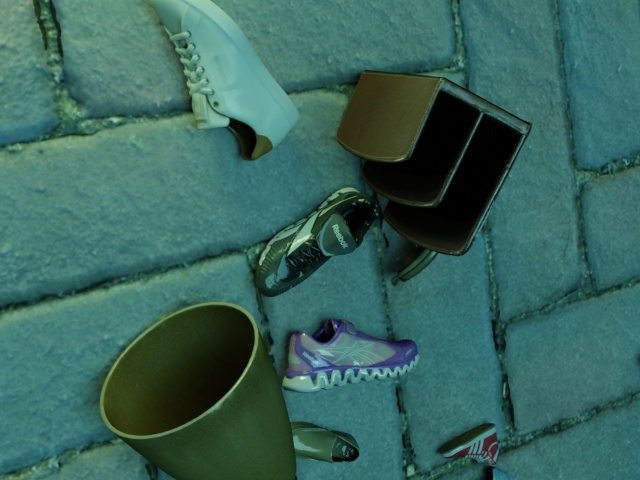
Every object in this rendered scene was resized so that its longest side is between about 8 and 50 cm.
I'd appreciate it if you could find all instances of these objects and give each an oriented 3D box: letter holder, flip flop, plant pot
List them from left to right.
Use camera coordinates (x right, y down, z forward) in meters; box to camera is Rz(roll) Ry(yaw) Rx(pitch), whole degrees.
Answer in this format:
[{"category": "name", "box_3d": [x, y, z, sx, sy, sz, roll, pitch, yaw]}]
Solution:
[{"category": "plant pot", "box_3d": [-0.139, 0.258, 1.339, 0.237, 0.237, 0.254, -42, 125, -19]}, {"category": "letter holder", "box_3d": [0.130, -0.115, 1.392, 0.152, 0.302, 0.214, 24, 94, -21]}, {"category": "flip flop", "box_3d": [0.182, -0.064, 1.532, 0.080, 0.112, 0.277, 23, 97, -1]}]

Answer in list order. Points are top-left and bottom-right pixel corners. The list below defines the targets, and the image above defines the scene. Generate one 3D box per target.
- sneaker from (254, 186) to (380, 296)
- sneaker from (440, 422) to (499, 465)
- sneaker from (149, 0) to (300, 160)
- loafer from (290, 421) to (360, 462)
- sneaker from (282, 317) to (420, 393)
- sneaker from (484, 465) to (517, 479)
[{"category": "sneaker", "box_3d": [0.000, 0.000, 1.445, 0.234, 0.106, 0.078, -40, 109, -20]}, {"category": "sneaker", "box_3d": [0.260, 0.365, 1.643, 0.118, 0.042, 0.067, -19, 99, -28]}, {"category": "sneaker", "box_3d": [-0.153, -0.232, 1.348, 0.290, 0.106, 0.123, 48, 69, -23]}, {"category": "loafer", "box_3d": [0.001, 0.317, 1.498, 0.148, 0.050, 0.056, 10, 89, -28]}, {"category": "sneaker", "box_3d": [0.049, 0.169, 1.495, 0.236, 0.095, 0.104, -6, 89, -27]}, {"category": "sneaker", "box_3d": [0.270, 0.460, 1.656, 0.073, 0.063, 0.162, 42, 69, -5]}]
